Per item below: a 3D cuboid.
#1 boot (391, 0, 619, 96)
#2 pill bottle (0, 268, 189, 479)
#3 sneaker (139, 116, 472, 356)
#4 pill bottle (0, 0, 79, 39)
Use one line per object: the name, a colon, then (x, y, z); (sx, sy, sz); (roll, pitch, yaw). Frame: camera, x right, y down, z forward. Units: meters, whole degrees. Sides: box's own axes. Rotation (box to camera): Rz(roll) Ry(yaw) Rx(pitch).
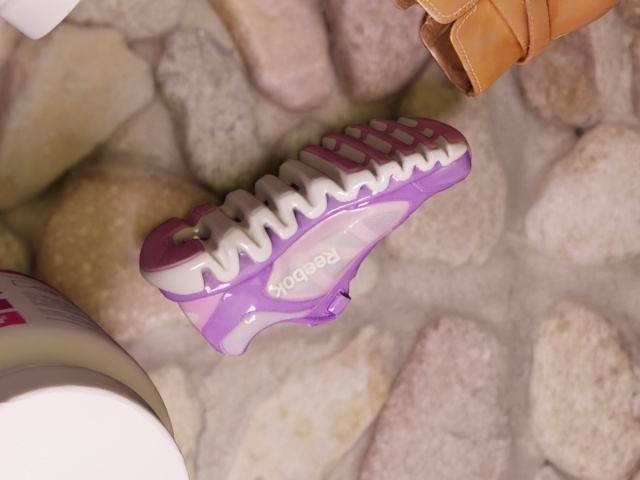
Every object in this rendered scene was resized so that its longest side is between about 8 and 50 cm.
boot: (0.110, -0.258, 1.055); (0.220, 0.109, 0.283); (-39, 117, -6)
pill bottle: (-0.175, 0.115, 0.899); (0.160, 0.283, 0.160); (-3, 100, -20)
sneaker: (0.000, 0.000, 1.056); (0.236, 0.095, 0.104); (-28, 114, -9)
pill bottle: (-0.233, -0.230, 0.901); (0.246, 0.136, 0.136); (38, 85, -22)
